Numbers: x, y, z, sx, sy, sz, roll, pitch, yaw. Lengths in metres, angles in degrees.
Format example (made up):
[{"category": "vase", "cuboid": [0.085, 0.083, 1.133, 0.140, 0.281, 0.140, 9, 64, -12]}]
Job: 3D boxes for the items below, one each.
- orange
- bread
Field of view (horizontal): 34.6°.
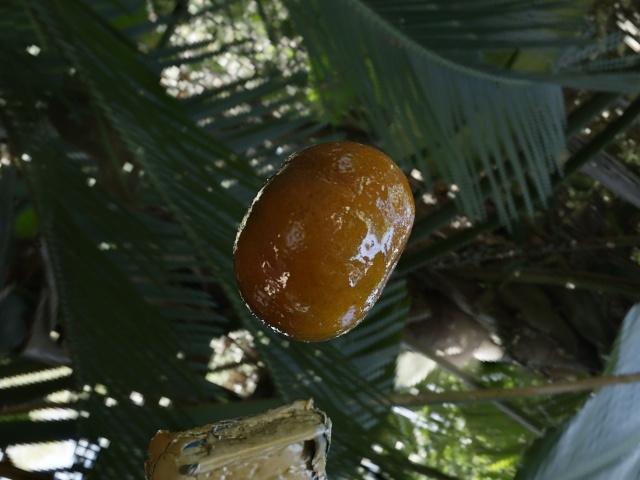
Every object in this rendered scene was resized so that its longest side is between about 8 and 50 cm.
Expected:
[{"category": "orange", "cuboid": [0.000, 0.000, 1.130, 0.240, 0.171, 0.240, -60, 172, -14]}, {"category": "bread", "cuboid": [-0.048, 0.132, 0.599, 0.053, 0.106, 0.072, -126, -148, -49]}]
